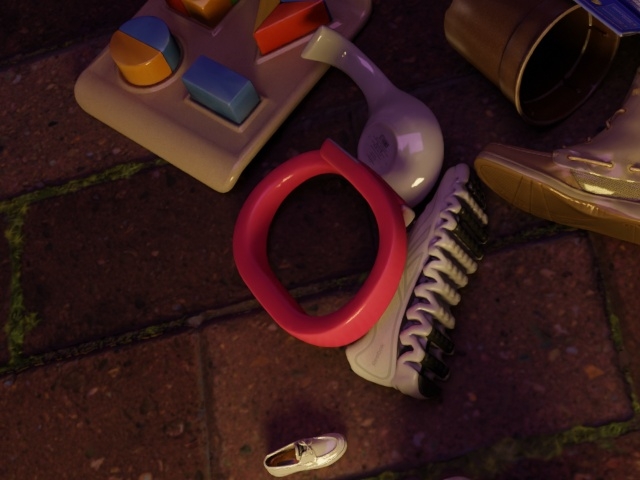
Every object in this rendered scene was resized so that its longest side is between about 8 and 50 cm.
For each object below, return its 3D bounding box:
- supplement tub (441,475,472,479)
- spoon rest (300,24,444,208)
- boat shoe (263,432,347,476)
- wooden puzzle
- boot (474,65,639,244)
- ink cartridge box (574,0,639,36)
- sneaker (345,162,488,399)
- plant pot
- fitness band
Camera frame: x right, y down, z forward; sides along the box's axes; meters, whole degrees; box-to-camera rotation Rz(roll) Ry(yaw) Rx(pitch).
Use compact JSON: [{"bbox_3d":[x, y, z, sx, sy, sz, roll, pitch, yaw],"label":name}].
[{"bbox_3d":[0.153,0.353,1.095,0.144,0.144,0.200,-38,60,-2],"label":"supplement tub"},{"bbox_3d":[0.073,-0.159,1.397,0.137,0.084,0.276,-49,55,34],"label":"spoon rest"},{"bbox_3d":[-0.019,0.245,1.266,0.100,0.035,0.035,-18,61,10],"label":"boat shoe"},{"bbox_3d":[-0.148,-0.277,1.533,0.322,0.080,0.348,31,78,28],"label":"wooden puzzle"},{"bbox_3d":[0.331,-0.118,1.284,0.262,0.095,0.203,18,74,18],"label":"boot"},{"bbox_3d":[0.407,-0.341,1.303,0.311,0.065,0.186,-21,55,-28],"label":"ink cartridge box"},{"bbox_3d":[0.114,0.037,1.288,0.118,0.110,0.292,7,66,33],"label":"sneaker"},{"bbox_3d":[0.250,-0.254,1.352,0.167,0.167,0.165,-41,53,-4],"label":"plant pot"},{"bbox_3d":[0.000,0.000,1.317,0.209,0.054,0.291,-53,42,10],"label":"fitness band"}]
